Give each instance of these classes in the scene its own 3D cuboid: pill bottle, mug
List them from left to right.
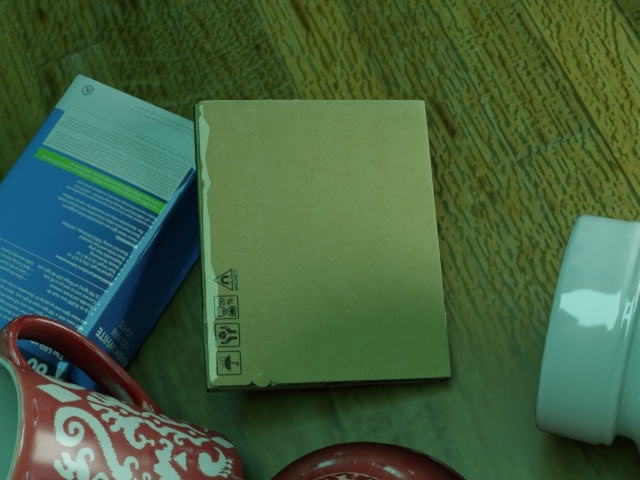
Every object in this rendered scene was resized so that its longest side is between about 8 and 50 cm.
[{"bbox_3d":[-0.134,0.126,0.758,0.113,0.169,0.150,-8,66,48],"label":"mug"},{"bbox_3d":[0.277,0.077,0.724,0.283,0.161,0.161,11,66,16],"label":"pill bottle"}]

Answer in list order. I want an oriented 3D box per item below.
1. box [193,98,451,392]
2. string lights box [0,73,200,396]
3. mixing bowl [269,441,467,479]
[{"bbox_3d":[0.000,0.000,0.849,0.164,0.021,0.201,-1,73,-9],"label":"box"},{"bbox_3d":[-0.180,0.021,0.886,0.133,0.077,0.260,24,70,21],"label":"string lights box"},{"bbox_3d":[0.021,0.195,0.749,0.181,0.098,0.181,-4,64,9],"label":"mixing bowl"}]
